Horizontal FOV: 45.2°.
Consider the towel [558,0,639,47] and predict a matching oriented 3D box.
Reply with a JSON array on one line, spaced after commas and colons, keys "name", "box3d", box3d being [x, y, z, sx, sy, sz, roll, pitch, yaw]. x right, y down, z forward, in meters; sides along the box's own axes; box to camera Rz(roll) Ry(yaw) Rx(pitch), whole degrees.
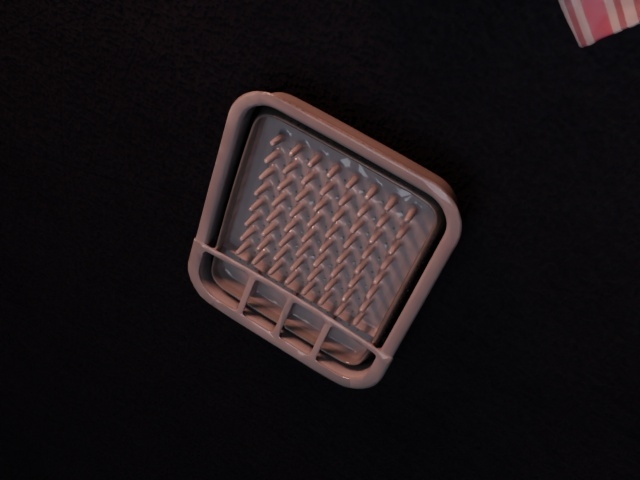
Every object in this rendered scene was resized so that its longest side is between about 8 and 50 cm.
[{"name": "towel", "box3d": [0.268, -0.249, 0.600, 0.197, 0.029, 0.144, -16, 111, 37]}]

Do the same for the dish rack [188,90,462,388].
[{"name": "dish rack", "box3d": [0.000, 0.000, 0.903, 0.286, 0.072, 0.332, 31, 132, 10]}]
